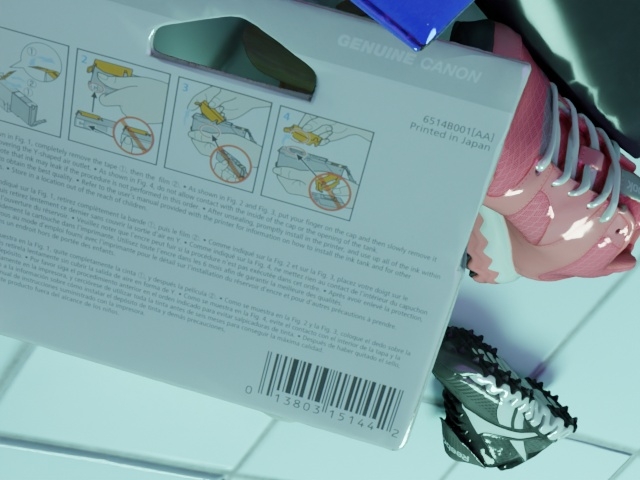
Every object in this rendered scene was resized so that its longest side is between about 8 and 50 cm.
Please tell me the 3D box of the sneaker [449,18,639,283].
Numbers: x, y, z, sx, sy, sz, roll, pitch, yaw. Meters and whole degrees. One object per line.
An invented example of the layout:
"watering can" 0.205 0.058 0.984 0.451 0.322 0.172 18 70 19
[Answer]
"sneaker" 0.157 -0.053 0.768 0.136 0.116 0.314 7 162 19

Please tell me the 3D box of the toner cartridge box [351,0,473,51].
"toner cartridge box" 0.100 -0.252 0.449 0.165 0.075 0.348 33 118 -31

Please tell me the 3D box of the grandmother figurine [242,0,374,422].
"grandmother figurine" 0.000 0.000 0.806 0.207 0.104 0.342 -12 136 -25

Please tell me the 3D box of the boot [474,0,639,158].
"boot" 0.199 -0.276 0.626 0.367 0.146 0.445 -36 133 19

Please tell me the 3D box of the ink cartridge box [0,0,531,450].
"ink cartridge box" -0.059 -0.032 0.652 0.296 0.066 0.261 16 121 2

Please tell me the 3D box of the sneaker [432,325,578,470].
"sneaker" 0.144 0.156 1.038 0.106 0.078 0.234 -45 137 9
